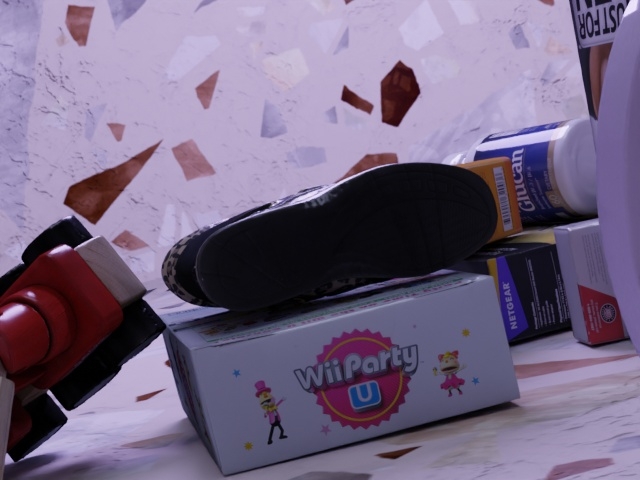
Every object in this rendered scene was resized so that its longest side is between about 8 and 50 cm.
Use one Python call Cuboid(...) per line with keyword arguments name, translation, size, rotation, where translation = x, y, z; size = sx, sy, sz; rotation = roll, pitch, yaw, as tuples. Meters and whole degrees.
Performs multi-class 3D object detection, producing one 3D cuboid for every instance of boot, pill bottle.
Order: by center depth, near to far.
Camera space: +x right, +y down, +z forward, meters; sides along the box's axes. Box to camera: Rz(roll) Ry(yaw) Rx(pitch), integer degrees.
Cuboid(name="boot", translation=(-0.001, -0.001, 1.325), size=(0.236, 0.085, 0.178), rotation=(-15, 2, -18))
Cuboid(name="pill bottle", translation=(0.199, -0.063, 1.692), size=(0.169, 0.094, 0.094), rotation=(-8, 5, 45))

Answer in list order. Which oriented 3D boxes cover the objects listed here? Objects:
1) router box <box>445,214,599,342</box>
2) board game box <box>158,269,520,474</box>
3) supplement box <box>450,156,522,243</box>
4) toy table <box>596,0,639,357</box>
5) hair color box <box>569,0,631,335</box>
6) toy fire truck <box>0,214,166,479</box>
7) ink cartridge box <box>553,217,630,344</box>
Cuboid(name="router box", translation=(0.205, 0.029, 1.666), size=(0.243, 0.081, 0.309), rotation=(-13, 4, -21))
Cuboid(name="board game box", translation=(0.002, 0.088, 1.345), size=(0.224, 0.097, 0.303), rotation=(-13, 3, -8))
Cuboid(name="supplement box", translation=(0.106, -0.027, 1.527), size=(0.078, 0.080, 0.233), rotation=(-9, 0, 24))
Cuboid(name="toy table", translation=(0.254, -0.015, 0.845), size=(0.252, 0.274, 0.161), rotation=(-29, 17, -18))
Cuboid(name="hair color box", translation=(0.276, -0.110, 1.296), size=(0.114, 0.374, 0.185), rotation=(-12, 4, -7))
Cuboid(name="toy fire truck", translation=(-0.251, 0.123, 1.306), size=(0.217, 0.158, 0.246), rotation=(-42, -5, 32))
Cuboid(name="ink cartridge box", translation=(0.271, 0.023, 1.428), size=(0.135, 0.099, 0.056), rotation=(-11, 3, -6))
